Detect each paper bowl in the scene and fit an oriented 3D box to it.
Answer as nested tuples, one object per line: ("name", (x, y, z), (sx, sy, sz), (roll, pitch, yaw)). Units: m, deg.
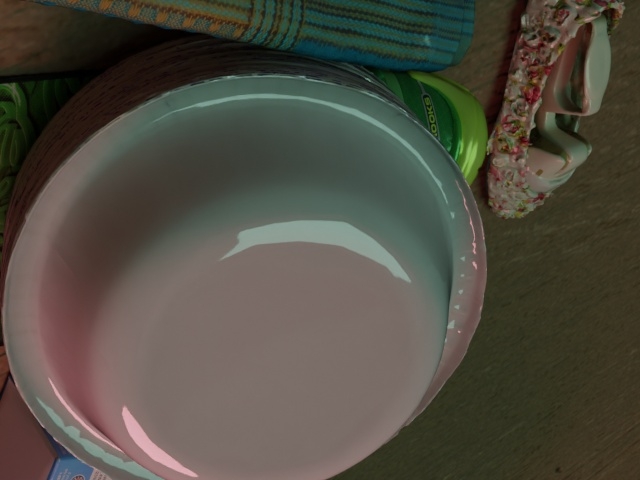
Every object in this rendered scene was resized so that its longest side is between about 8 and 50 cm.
("paper bowl", (-0.040, 0.033, 0.579), (0.284, 0.148, 0.284), (-7, 119, -13))

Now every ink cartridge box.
("ink cartridge box", (-0.152, 0.156, 0.693), (0.143, 0.090, 0.092), (7, 115, -44))

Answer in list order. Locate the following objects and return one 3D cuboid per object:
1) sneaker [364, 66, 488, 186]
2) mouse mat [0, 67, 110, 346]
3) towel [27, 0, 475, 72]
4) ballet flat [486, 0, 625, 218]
("sneaker", (0.000, 0.000, 0.721), (0.123, 0.109, 0.296), (24, 108, -21))
("mouse mat", (-0.177, -0.014, 0.607), (0.152, 0.007, 0.190), (-12, 126, -35))
("towel", (-0.037, -0.231, 0.462), (0.370, 0.040, 0.272), (-1, 99, -45))
("ballet flat", (0.190, -0.106, 0.807), (0.091, 0.077, 0.241), (-22, 133, -29))
